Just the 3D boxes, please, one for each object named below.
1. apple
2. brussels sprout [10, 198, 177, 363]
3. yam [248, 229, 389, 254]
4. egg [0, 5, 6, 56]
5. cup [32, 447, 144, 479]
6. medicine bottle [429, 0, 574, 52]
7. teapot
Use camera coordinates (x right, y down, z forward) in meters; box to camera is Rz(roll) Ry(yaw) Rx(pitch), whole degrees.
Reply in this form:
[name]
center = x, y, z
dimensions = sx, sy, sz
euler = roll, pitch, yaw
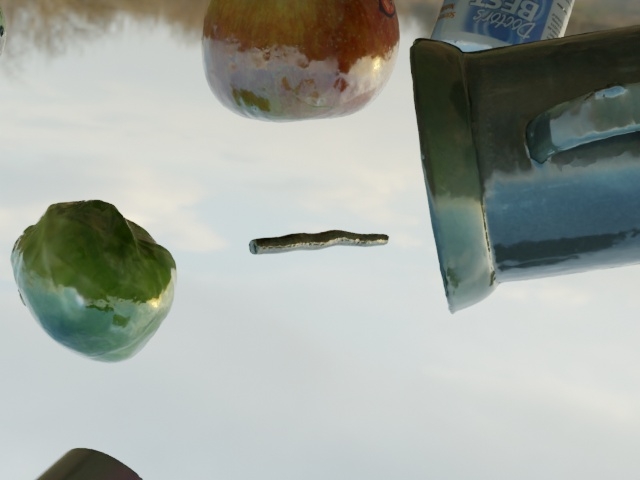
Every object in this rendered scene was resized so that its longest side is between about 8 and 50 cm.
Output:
[apple]
center = -0.028, -0.300, 1.823
dimensions = 0.278, 0.250, 0.309
euler = -3, -161, -6
[brussels sprout]
center = -0.309, 0.052, 1.796
dimensions = 0.244, 0.244, 0.244
euler = 7, -169, -1
[yam]
center = 0.001, 0.001, 1.697
dimensions = 0.234, 0.027, 0.029
euler = -3, 166, -43
[egg]
center = -0.391, -0.237, 1.463
dimensions = 0.085, 0.110, 0.085
euler = -13, -162, 4
[cup]
center = -0.275, 0.337, 1.223
dimensions = 0.203, 0.203, 0.288
euler = 12, -140, 26
[medicine bottle]
center = 0.228, -0.282, 1.635
dimensions = 0.157, 0.288, 0.157
euler = 18, 171, 3
[teapot]
center = 0.237, -0.073, 0.903
dimensions = 0.337, 0.200, 0.270
euler = -8, 172, 8
